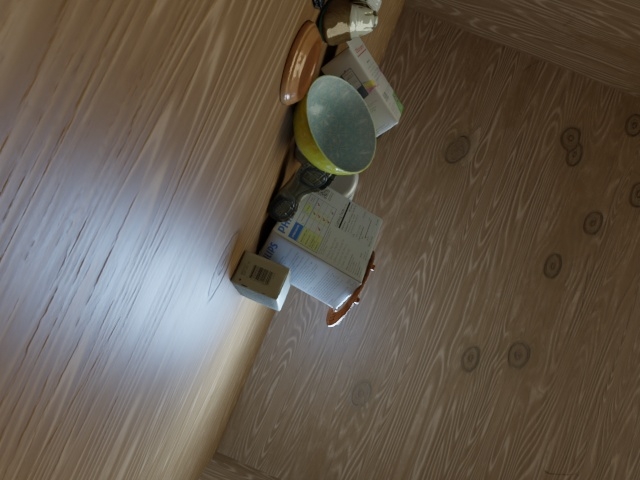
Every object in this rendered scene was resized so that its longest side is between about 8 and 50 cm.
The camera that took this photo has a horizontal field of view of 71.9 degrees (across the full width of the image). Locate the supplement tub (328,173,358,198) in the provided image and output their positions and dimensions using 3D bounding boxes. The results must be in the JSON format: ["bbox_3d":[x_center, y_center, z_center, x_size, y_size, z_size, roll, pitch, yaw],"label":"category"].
[{"bbox_3d":[0.037,-0.252,1.951,0.331,0.241,0.241,84,28,-84],"label":"supplement tub"}]

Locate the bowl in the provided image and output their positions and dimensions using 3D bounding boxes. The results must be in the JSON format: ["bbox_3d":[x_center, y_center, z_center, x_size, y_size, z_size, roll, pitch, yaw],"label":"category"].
[{"bbox_3d":[0.015,-0.319,1.309,0.156,0.289,0.289,-14,-137,45],"label":"bowl"}]

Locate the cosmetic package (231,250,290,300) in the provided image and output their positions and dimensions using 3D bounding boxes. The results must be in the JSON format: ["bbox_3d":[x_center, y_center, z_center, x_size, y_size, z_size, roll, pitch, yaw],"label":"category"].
[{"bbox_3d":[-0.192,0.145,1.491,0.309,0.160,0.113,108,5,-75],"label":"cosmetic package"}]

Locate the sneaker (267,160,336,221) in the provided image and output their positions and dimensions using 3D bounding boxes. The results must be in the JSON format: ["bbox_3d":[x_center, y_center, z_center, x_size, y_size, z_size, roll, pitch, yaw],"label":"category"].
[{"bbox_3d":[-0.062,-0.193,1.470,0.297,0.111,0.129,-38,-158,17],"label":"sneaker"}]

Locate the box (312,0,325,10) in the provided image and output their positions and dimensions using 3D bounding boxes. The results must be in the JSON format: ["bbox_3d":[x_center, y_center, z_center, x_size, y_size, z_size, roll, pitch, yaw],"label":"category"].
[{"bbox_3d":[0.002,-0.560,0.978,0.083,0.018,0.067,-51,164,-81],"label":"box"}]

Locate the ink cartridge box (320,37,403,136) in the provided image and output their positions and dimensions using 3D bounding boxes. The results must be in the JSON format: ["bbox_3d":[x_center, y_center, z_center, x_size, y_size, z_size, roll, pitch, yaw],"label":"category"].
[{"bbox_3d":[0.126,-0.533,1.463,0.119,0.353,0.207,-28,-161,29],"label":"ink cartridge box"}]

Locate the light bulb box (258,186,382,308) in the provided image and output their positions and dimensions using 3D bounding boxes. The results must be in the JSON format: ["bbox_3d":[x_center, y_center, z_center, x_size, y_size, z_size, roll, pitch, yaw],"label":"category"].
[{"bbox_3d":[0.000,0.000,1.683,0.225,0.361,0.358,-53,-172,46],"label":"light bulb box"}]

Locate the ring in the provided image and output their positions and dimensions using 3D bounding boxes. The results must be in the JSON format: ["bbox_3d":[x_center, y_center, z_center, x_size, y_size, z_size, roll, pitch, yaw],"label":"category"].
[{"bbox_3d":[0.120,0.184,1.691,0.336,0.032,0.336,-59,-173,12],"label":"ring"}]

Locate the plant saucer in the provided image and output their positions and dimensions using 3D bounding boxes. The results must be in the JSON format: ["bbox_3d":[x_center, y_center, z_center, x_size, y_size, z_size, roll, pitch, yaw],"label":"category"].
[{"bbox_3d":[-0.042,-0.421,1.066,0.200,0.037,0.200,22,90,-88],"label":"plant saucer"}]

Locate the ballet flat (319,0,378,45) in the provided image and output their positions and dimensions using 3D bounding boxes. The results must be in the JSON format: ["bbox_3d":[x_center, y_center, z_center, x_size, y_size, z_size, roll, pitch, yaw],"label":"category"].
[{"bbox_3d":[0.094,-0.610,1.221,0.342,0.124,0.116,-62,157,-58],"label":"ballet flat"}]

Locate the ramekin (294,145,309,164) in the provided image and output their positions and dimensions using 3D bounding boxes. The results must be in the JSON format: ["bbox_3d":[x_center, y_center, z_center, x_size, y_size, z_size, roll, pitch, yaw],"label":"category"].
[{"bbox_3d":[0.006,-0.369,1.555,0.273,0.127,0.273,22,90,-87],"label":"ramekin"}]

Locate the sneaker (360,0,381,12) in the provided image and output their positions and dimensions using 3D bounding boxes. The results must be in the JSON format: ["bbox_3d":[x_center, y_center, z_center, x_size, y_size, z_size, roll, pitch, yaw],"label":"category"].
[{"bbox_3d":[0.135,-0.775,1.378,0.115,0.090,0.232,-60,166,-20],"label":"sneaker"}]
